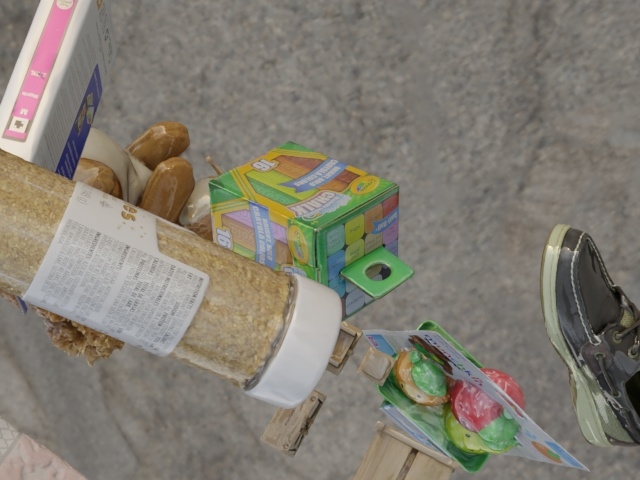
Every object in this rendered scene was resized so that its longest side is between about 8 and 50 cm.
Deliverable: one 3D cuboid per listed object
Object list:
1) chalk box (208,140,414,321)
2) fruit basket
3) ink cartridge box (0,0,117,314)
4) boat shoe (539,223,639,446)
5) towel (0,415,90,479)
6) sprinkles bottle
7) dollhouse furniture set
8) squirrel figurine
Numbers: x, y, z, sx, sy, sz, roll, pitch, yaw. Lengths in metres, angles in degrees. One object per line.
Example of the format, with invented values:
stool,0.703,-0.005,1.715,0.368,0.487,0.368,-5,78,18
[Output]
chalk box,0.000,0.000,1.240,0.213,0.132,0.132,23,128,36
fruit basket,0.226,0.261,1.849,0.327,0.165,0.353,42,171,-10
ink cartridge box,-0.315,-0.118,1.314,0.069,0.371,0.176,11,157,0
boat shoe,0.229,0.079,0.905,0.073,0.080,0.223,3,130,33
towel,-0.373,0.356,1.317,0.317,0.332,0.053,40,123,-6
sprinkles bottle,-0.160,0.034,1.030,0.355,0.121,0.121,24,147,-16
dollhouse furniture set,0.102,0.333,1.768,0.355,0.303,0.174,28,172,7
squirrel figurine,-0.309,-0.009,1.804,0.397,0.370,0.281,-52,43,18
